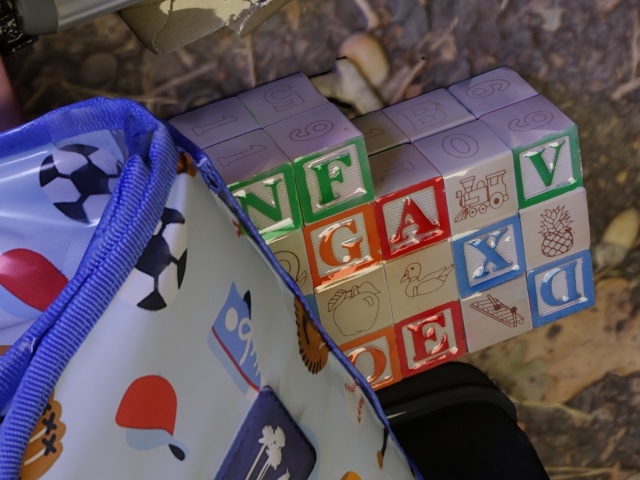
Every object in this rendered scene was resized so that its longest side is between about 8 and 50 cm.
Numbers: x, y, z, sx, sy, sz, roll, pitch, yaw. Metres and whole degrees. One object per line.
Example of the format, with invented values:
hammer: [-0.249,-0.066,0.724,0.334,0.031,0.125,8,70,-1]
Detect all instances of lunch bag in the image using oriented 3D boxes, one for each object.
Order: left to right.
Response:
lunch bag: [-0.155,0.148,0.878,0.385,0.239,0.328,-37,137,-4]

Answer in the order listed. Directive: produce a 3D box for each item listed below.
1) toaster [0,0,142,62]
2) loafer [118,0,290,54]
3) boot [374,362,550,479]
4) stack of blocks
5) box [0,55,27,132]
toaster: [-0.100,-0.198,0.869,0.146,0.129,0.227,-20,124,-16]
loafer: [-0.038,-0.139,0.982,0.148,0.056,0.050,-16,125,-4]
boot: [0.037,0.270,1.013,0.367,0.445,0.146,-27,126,-8]
stack of blocks: [0.000,0.000,1.059,0.297,0.087,0.171,-20,125,-13]
box: [-0.229,-0.102,0.797,0.149,0.127,0.232,-27,165,-8]
